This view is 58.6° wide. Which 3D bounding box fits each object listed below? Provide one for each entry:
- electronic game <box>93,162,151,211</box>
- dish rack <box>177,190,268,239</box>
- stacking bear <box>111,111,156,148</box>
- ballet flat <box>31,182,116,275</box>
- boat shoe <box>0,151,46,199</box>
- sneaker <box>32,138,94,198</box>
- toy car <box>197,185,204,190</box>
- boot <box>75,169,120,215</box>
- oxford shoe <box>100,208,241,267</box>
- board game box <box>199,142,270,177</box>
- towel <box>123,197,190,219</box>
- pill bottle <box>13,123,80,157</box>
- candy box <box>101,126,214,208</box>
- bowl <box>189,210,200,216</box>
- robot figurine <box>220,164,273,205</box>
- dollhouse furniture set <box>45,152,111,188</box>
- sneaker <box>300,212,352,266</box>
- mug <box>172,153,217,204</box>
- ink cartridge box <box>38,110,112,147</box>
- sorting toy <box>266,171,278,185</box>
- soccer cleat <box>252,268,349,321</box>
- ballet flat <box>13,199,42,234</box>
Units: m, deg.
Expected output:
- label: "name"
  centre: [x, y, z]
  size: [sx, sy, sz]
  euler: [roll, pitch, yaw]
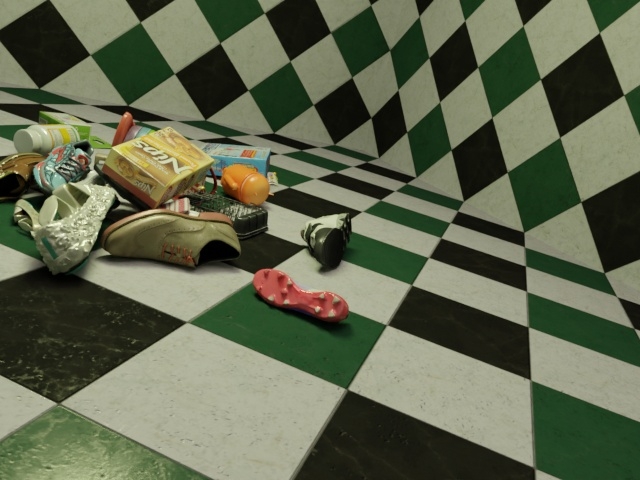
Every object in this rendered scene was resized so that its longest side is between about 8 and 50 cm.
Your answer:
- label: "electronic game"
  centre: [-0.565, -0.144, 1.667]
  size: [0.229, 0.048, 0.229]
  euler: [42, -3, 3]
- label: "dish rack"
  centre: [-0.316, -0.092, 1.833]
  size: [0.271, 0.074, 0.208]
  euler: [18, 16, 16]
- label: "stacking bear"
  centre: [-0.644, -0.350, 2.224]
  size: [0.288, 0.164, 0.175]
  euler: [23, -10, -9]
- label: "ballet flat"
  centre: [-0.575, -0.066, 1.338]
  size: [0.146, 0.147, 0.409]
  euler: [10, 21, -17]
- label: "boat shoe"
  centre: [-0.843, -0.159, 1.554]
  size: [0.104, 0.111, 0.307]
  euler: [23, 28, 14]
- label: "sneaker"
  centre: [-0.721, -0.216, 1.623]
  size: [0.125, 0.104, 0.262]
  euler: [-22, 37, 12]
- label: "toy car"
  centre: [-0.441, -0.181, 1.874]
  size: [0.121, 0.060, 0.040]
  euler: [-18, 18, -27]
- label: "boot"
  centre: [-0.643, -0.126, 1.662]
  size: [0.123, 0.095, 0.258]
  euler: [25, 18, -10]
- label: "oxford shoe"
  centre: [-0.357, 0.004, 1.416]
  size: [0.348, 0.123, 0.130]
  euler: [-7, 45, -33]
- label: "board game box"
  centre: [-0.375, -0.349, 2.476]
  size: [0.301, 0.086, 0.308]
  euler: [4, 18, -2]
- label: "towel"
  centre: [-0.444, -0.060, 1.541]
  size: [0.196, 0.029, 0.144]
  euler: [-20, 23, -6]
- label: "pill bottle"
  centre: [-0.964, -0.350, 2.011]
  size: [0.117, 0.118, 0.208]
  euler: [19, 18, 14]
- label: "candy box"
  centre: [-0.464, -0.221, 1.670]
  size: [0.182, 0.088, 0.316]
  euler: [36, 26, 0]
- label: "bowl"
  centre: [-0.366, -0.035, 1.589]
  size: [0.170, 0.080, 0.170]
  euler: [14, 18, -5]
- label: "robot figurine"
  centre: [-0.279, -0.204, 2.118]
  size: [0.219, 0.128, 0.158]
  euler: [27, -22, 35]
- label: "dollhouse furniture set"
  centre: [-0.685, -0.249, 1.868]
  size: [0.373, 0.152, 0.201]
  euler: [11, 18, -14]
- label: "sneaker"
  centre: [0.000, 0.000, 1.770]
  size: [0.146, 0.123, 0.330]
  euler: [0, 15, 13]
- label: "mug"
  centre: [-0.434, -0.221, 1.965]
  size: [0.113, 0.170, 0.150]
  euler: [21, 18, 22]
- label: "ink cartridge box"
  centre: [-0.991, -0.451, 2.343]
  size: [0.188, 0.097, 0.255]
  euler: [27, 21, 34]
- label: "sorting toy"
  centre: [-0.219, -0.266, 2.529]
  size: [0.083, 0.045, 0.075]
  euler: [6, 38, -27]
- label: "soccer cleat"
  centre: [-0.048, 0.135, 1.357]
  size: [0.247, 0.083, 0.095]
  euler: [17, -13, 22]
- label: "ballet flat"
  centre: [-0.723, -0.057, 1.402]
  size: [0.168, 0.057, 0.052]
  euler: [26, 30, 34]
